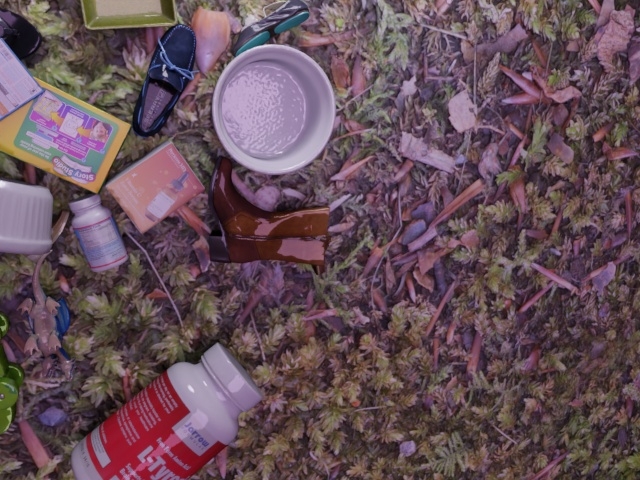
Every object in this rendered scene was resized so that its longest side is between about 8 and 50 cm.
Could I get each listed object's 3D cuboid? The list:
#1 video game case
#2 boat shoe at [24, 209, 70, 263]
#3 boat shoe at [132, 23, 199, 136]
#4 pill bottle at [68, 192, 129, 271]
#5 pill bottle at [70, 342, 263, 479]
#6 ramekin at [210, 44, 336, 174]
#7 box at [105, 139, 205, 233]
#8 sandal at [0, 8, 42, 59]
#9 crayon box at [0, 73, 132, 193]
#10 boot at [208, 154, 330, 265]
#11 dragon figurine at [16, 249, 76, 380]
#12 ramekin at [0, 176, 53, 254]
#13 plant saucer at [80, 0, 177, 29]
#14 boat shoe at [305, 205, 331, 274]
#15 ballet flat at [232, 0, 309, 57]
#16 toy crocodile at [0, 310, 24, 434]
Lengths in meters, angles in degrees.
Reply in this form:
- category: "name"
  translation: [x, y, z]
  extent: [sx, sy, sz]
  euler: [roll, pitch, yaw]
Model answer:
- category: "video game case"
  translation: [-0.637, -0.288, 1.151]
  extent: [0.166, 0.015, 0.119]
  euler: [-38, 114, -10]
- category: "boat shoe"
  translation: [-0.591, -0.013, 1.303]
  extent: [0.045, 0.050, 0.135]
  euler: [34, 89, -29]
- category: "boat shoe"
  translation: [-0.325, -0.339, 1.304]
  extent: [0.109, 0.089, 0.258]
  euler: [15, 96, -23]
- category: "pill bottle"
  translation: [-0.487, -0.019, 1.320]
  extent: [0.087, 0.087, 0.160]
  euler: [-21, 108, -14]
- category: "pill bottle"
  translation: [-0.342, 0.434, 1.400]
  extent: [0.408, 0.229, 0.229]
  euler: [-40, 112, -8]
- category: "ramekin"
  translation: [-0.117, -0.293, 1.366]
  extent: [0.277, 0.135, 0.277]
  euler: [-4, 103, -18]
- category: "box"
  translation: [-0.366, -0.121, 1.339]
  extent: [0.170, 0.091, 0.130]
  euler: [-37, 112, -8]
- category: "sandal"
  translation: [-0.680, -0.426, 1.173]
  extent: [0.255, 0.054, 0.097]
  euler: [19, 95, -23]
- category: "crayon box"
  translation: [-0.556, -0.230, 1.249]
  extent: [0.279, 0.081, 0.165]
  euler: [26, 93, -23]
- category: "boot"
  translation: [-0.116, -0.064, 1.403]
  extent: [0.281, 0.096, 0.264]
  euler: [0, 103, -5]
- category: "dragon figurine"
  translation: [-0.600, 0.173, 1.324]
  extent: [0.085, 0.144, 0.289]
  euler: [-10, 86, -16]
- category: "ramekin"
  translation: [-0.646, -0.063, 1.156]
  extent: [0.273, 0.273, 0.127]
  euler: [13, 92, -22]
- category: "plant saucer"
  translation: [-0.405, -0.537, 1.254]
  extent: [0.189, 0.045, 0.188]
  euler: [-10, 105, -17]
- category: "boat shoe"
  translation: [0.000, 0.000, 1.514]
  extent: [0.060, 0.064, 0.177]
  euler: [-9, 103, -16]
- category: "ballet flat"
  translation: [-0.123, -0.486, 1.362]
  extent: [0.203, 0.074, 0.074]
  euler: [-32, 111, -4]
- category: "toy crocodile"
  translation: [-0.710, 0.252, 1.286]
  extent: [0.105, 0.115, 0.340]
  euler: [-12, 106, -17]
